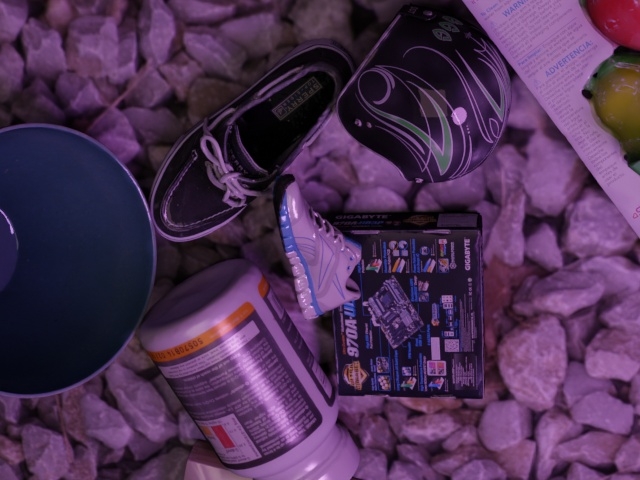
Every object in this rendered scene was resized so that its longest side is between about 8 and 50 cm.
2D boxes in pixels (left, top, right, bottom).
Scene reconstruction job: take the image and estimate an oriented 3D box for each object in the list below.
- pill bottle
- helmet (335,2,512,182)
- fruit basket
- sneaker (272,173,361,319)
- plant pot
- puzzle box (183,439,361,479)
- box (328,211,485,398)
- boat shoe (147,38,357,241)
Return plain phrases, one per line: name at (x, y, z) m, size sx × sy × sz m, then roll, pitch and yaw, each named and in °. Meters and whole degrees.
pill bottle at (-0.077, 0.173, 1.375) m, size 0.162 × 0.162 × 0.278 m, roll -24°, pitch 108°, yaw 19°
helmet at (0.115, -0.143, 1.201) m, size 0.161 × 0.169 × 0.169 m, roll 36°, pitch 115°, yaw -2°
fruit basket at (0.363, -0.209, 1.156) m, size 0.327 × 0.165 × 0.353 m, roll -37°, pitch 88°, yaw 22°
sneaker at (0.000, 0.000, 1.278) m, size 0.082 × 0.071 × 0.191 m, roll -13°, pitch 131°, yaw 4°
plant pot at (-0.358, 0.018, 1.316) m, size 0.195 × 0.290 × 0.290 m, roll 3°, pitch 121°, yaw 48°
puzzle box at (0.008, 0.428, 1.538) m, size 0.408 × 0.052 × 0.272 m, roll 14°, pitch 115°, yaw 3°
box at (0.101, 0.078, 1.362) m, size 0.175 × 0.051 × 0.220 m, roll -1°, pitch 114°, yaw 10°
boat shoe at (-0.083, -0.093, 1.286) m, size 0.306 × 0.105 × 0.113 m, roll -35°, pitch 104°, yaw 22°
